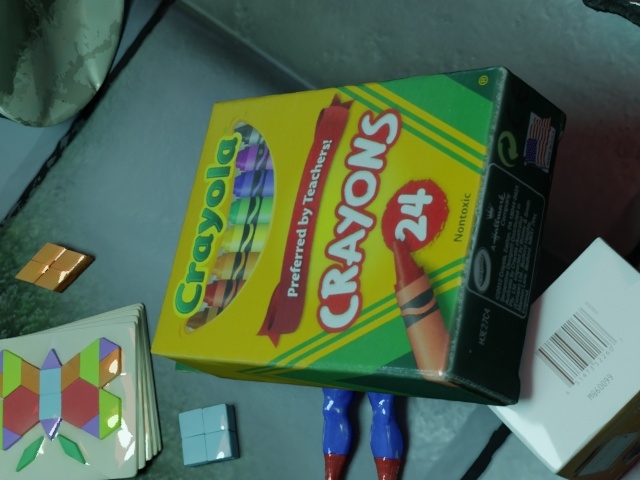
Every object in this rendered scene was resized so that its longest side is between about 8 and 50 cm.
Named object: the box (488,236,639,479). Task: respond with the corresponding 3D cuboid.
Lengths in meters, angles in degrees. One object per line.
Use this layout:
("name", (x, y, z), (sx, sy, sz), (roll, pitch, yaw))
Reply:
("box", (0.192, 0.091, 0.862), (0.130, 0.170, 0.091), (-47, 63, 6))

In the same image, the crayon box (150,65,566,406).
("crayon box", (0.000, 0.000, 0.879), (0.318, 0.081, 0.202), (-2, 70, 43))

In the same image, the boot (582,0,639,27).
("boot", (0.272, -0.131, 0.878), (0.260, 0.131, 0.348), (38, 66, 22))

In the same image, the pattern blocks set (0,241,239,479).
("pattern blocks set", (-0.230, 0.140, 1.106), (0.324, 0.026, 0.285), (-24, 68, 15))

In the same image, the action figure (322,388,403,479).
("action figure", (0.023, 0.076, 0.961), (0.091, 0.139, 0.280), (0, 74, 21))

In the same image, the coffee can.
("coffee can", (-0.349, -0.227, 1.158), (0.275, 0.201, 0.202), (14, 82, 25))
